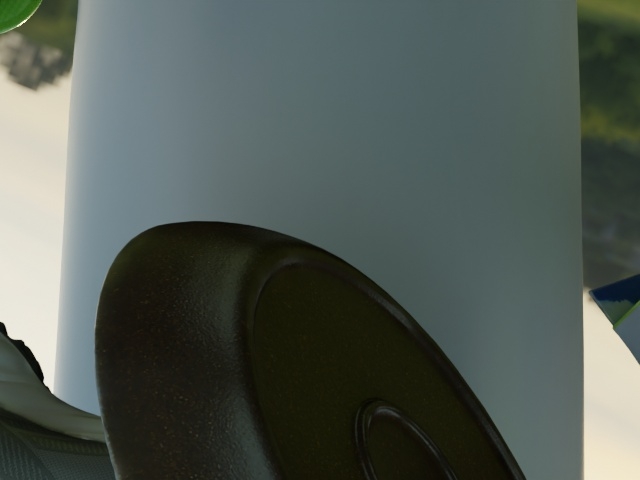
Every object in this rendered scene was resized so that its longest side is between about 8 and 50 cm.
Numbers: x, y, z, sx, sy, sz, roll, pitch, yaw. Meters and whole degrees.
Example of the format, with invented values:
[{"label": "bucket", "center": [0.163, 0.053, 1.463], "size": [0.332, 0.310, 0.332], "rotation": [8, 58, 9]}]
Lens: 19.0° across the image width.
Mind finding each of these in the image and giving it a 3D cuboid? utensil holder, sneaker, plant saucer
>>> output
[{"label": "utensil holder", "center": [0.000, 0.000, 1.154], "size": [0.327, 0.385, 0.327], "rotation": [1, 171, 0]}, {"label": "sneaker", "center": [-0.122, 0.119, 0.822], "size": [0.271, 0.100, 0.108], "rotation": [25, -133, 30]}, {"label": "plant saucer", "center": [0.026, 0.115, 0.806], "size": [0.310, 0.050, 0.310], "rotation": [46, -158, -25]}]

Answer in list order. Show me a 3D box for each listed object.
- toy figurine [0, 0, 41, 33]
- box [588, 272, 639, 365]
[{"label": "toy figurine", "center": [-0.254, -0.264, 1.496], "size": [0.130, 0.173, 0.159], "rotation": [-11, 175, -28]}, {"label": "box", "center": [0.219, 0.075, 0.910], "size": [0.109, 0.042, 0.178], "rotation": [-16, -114, -39]}]
